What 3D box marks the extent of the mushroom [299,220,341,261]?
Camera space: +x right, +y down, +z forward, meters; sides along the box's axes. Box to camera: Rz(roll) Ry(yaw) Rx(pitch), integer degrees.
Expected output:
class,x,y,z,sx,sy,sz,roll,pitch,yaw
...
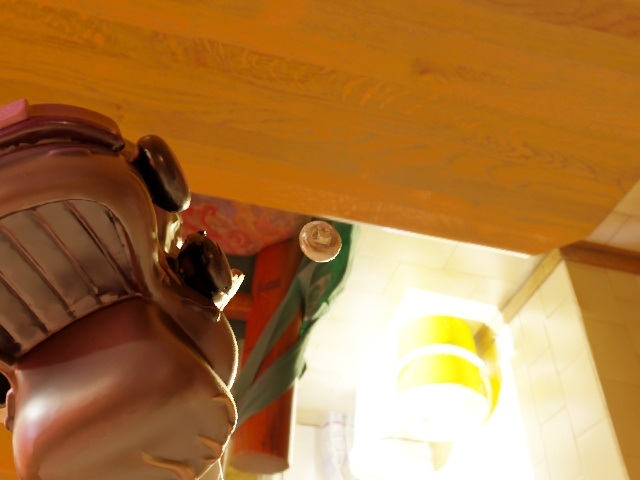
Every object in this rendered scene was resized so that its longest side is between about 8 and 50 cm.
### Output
class,x,y,z,sx,sy,sz,roll,pitch,yaw
mushroom,0.000,0.000,1.144,0.083,0.083,0.067,11,151,-9

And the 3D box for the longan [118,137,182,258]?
class,x,y,z,sx,sy,sz,roll,pitch,yaw
longan,-0.400,0.005,0.958,0.391,0.391,0.391,2,139,1

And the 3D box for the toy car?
class,x,y,z,sx,sy,sz,roll,pitch,yaw
toy car,-0.205,0.070,0.507,0.271,0.240,0.340,-27,124,-9

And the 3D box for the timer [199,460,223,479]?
class,x,y,z,sx,sy,sz,roll,pitch,yaw
timer,-0.332,0.546,1.256,0.195,0.192,0.194,6,121,12

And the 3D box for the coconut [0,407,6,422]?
class,x,y,z,sx,sy,sz,roll,pitch,yaw
coconut,-0.869,0.367,1.819,0.405,0.404,0.404,2,139,1

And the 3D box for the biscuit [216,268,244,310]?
class,x,y,z,sx,sy,sz,roll,pitch,yaw
biscuit,-0.310,0.181,1.709,0.047,0.334,0.202,34,116,4
